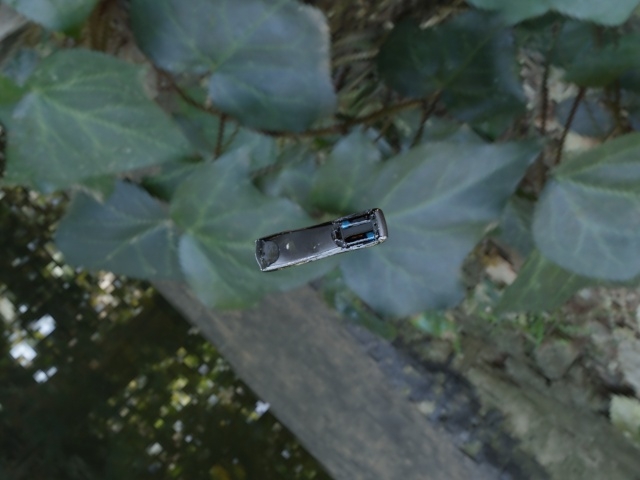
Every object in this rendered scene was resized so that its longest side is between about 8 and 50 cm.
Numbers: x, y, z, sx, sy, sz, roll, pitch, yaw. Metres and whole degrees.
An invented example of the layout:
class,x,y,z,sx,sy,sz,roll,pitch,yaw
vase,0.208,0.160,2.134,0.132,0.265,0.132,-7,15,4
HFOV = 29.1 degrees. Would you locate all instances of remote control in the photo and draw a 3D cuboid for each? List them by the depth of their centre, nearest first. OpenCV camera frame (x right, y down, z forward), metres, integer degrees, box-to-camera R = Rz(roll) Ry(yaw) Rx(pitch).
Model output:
class,x,y,z,sx,sy,sz,roll,pitch,yaw
remote control,0.000,0.000,1.907,0.212,0.028,0.059,-15,82,13
